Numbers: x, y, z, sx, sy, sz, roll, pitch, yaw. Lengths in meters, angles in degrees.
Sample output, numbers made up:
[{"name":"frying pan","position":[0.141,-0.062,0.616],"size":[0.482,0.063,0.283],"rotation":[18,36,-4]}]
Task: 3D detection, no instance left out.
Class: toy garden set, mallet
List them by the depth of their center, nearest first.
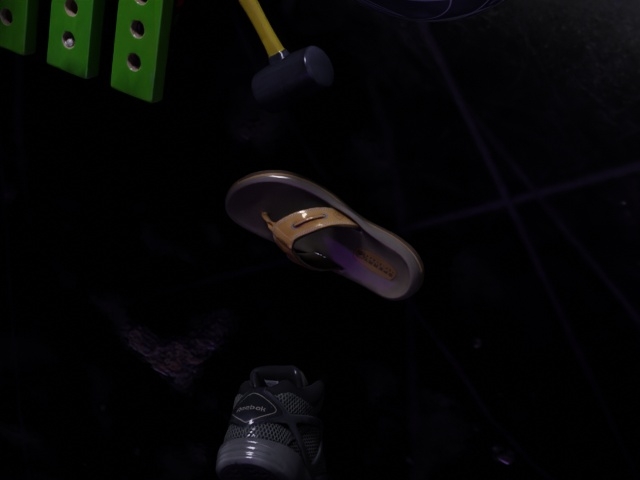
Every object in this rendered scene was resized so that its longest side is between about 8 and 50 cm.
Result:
[{"name":"mallet","position":[-0.050,-0.191,1.116],"size":[0.062,0.039,0.189],"rotation":[-13,108,33]},{"name":"toy garden set","position":[-0.201,-0.242,1.141],"size":[0.244,0.049,0.203],"rotation":[23,117,27]}]

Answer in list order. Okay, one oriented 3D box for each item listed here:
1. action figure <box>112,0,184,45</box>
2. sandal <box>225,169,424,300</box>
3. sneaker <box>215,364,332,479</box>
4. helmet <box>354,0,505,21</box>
[{"name":"action figure","position":[-0.127,-0.197,1.153],"size":[0.038,0.030,0.115],"rotation":[35,125,-3]},{"name":"sandal","position":[0.000,0.000,1.194],"size":[0.180,0.049,0.072],"rotation":[30,128,8]},{"name":"sneaker","position":[-0.019,0.195,1.311],"size":[0.087,0.130,0.227],"rotation":[-5,144,24]},{"name":"helmet","position":[0.069,-0.224,0.954],"size":[0.169,0.169,0.161],"rotation":[-10,98,31]}]
